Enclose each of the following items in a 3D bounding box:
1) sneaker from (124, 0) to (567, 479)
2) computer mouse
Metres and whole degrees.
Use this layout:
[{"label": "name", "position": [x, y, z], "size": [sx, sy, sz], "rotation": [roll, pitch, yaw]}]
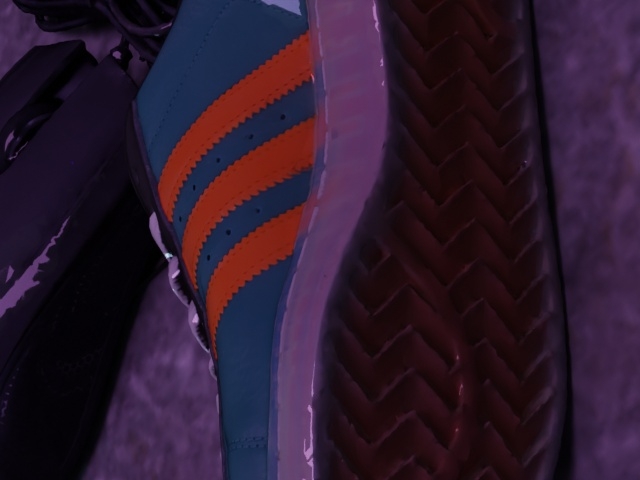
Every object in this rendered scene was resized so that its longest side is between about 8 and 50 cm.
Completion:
[{"label": "sneaker", "position": [0.000, 0.000, 0.582], "size": [0.121, 0.108, 0.302], "rotation": [-21, 57, 43]}, {"label": "computer mouse", "position": [-0.131, -0.007, 0.740], "size": [0.188, 0.072, 0.272], "rotation": [24, 97, 46]}]
